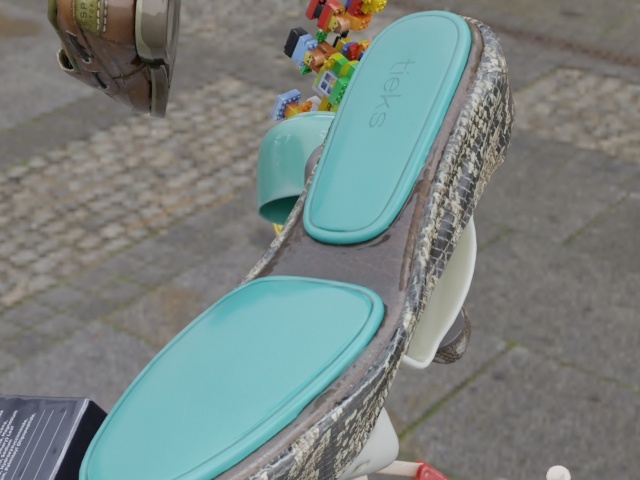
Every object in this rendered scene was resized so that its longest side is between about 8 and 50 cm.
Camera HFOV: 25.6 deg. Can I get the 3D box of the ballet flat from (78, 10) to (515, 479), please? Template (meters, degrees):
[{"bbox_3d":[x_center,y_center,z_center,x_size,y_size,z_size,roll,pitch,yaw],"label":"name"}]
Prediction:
[{"bbox_3d":[0.024,0.049,0.986,0.164,0.182,0.483,5,51,38],"label":"ballet flat"}]

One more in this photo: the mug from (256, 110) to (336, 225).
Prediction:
[{"bbox_3d":[0.013,-0.076,1.451,0.158,0.097,0.129,-2,-16,5],"label":"mug"}]

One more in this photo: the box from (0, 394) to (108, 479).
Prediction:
[{"bbox_3d":[-0.272,0.305,1.365,0.312,0.343,0.179,-3,52,34],"label":"box"}]

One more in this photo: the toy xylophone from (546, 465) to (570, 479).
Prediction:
[{"bbox_3d":[0.290,0.424,1.718,0.081,0.322,0.236,-11,53,2],"label":"toy xylophone"}]

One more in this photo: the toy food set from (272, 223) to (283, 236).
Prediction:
[{"bbox_3d":[0.000,0.000,1.732,0.128,0.071,0.218,-11,68,-20],"label":"toy food set"}]

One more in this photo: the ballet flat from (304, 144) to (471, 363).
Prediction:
[{"bbox_3d":[0.059,0.010,1.231,0.084,0.058,0.250,-33,57,0],"label":"ballet flat"}]

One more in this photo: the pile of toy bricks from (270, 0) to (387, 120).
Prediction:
[{"bbox_3d":[0.028,-0.181,1.553,0.105,0.212,0.118,43,43,21],"label":"pile of toy bricks"}]

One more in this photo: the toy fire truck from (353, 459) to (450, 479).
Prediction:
[{"bbox_3d":[0.040,0.295,1.599,0.192,0.135,0.047,22,0,-8],"label":"toy fire truck"}]

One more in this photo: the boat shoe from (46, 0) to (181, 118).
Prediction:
[{"bbox_3d":[-0.182,-0.188,1.263,0.104,0.110,0.307,5,-12,-4],"label":"boat shoe"}]
